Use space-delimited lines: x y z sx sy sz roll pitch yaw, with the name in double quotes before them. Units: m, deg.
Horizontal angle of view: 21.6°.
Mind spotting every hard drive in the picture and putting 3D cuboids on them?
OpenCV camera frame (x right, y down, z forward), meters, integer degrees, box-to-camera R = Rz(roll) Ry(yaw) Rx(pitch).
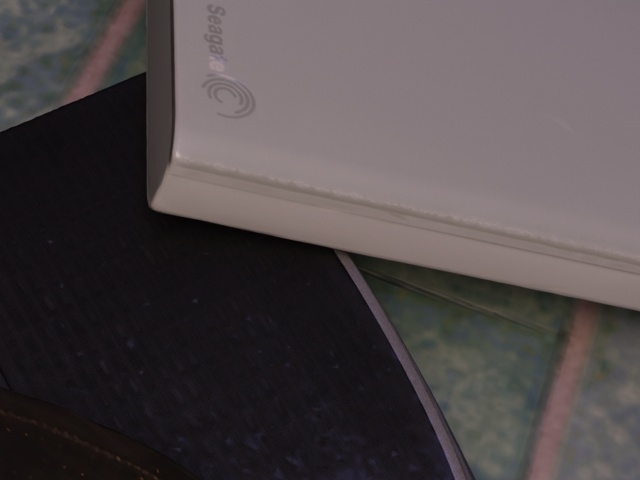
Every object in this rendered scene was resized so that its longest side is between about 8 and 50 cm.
"hard drive" 0.077 -0.063 0.739 0.308 0.040 0.203 12 44 -18
"hard drive" -0.056 0.045 0.667 0.172 0.054 0.254 -24 63 -20

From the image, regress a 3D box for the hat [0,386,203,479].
"hat" -0.120 0.199 0.495 0.331 0.134 0.331 16 58 -27
